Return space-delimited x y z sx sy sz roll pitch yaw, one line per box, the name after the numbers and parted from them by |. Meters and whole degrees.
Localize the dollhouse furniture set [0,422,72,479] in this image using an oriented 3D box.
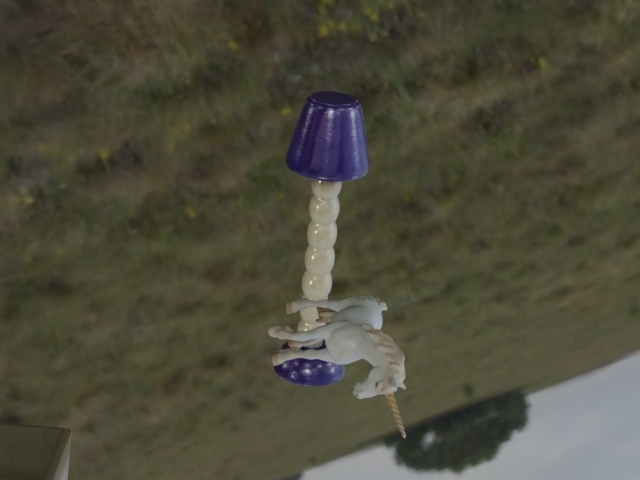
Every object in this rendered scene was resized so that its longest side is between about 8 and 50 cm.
-0.251 0.304 0.788 0.303 0.356 0.174 7 -179 -7 | dollhouse furniture set

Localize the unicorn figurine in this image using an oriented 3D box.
0.018 0.079 0.980 0.111 0.060 0.162 -3 -147 14 | unicorn figurine

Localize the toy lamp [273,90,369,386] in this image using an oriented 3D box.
0.000 0.000 1.149 0.080 0.275 0.080 4 -159 -1 | toy lamp
